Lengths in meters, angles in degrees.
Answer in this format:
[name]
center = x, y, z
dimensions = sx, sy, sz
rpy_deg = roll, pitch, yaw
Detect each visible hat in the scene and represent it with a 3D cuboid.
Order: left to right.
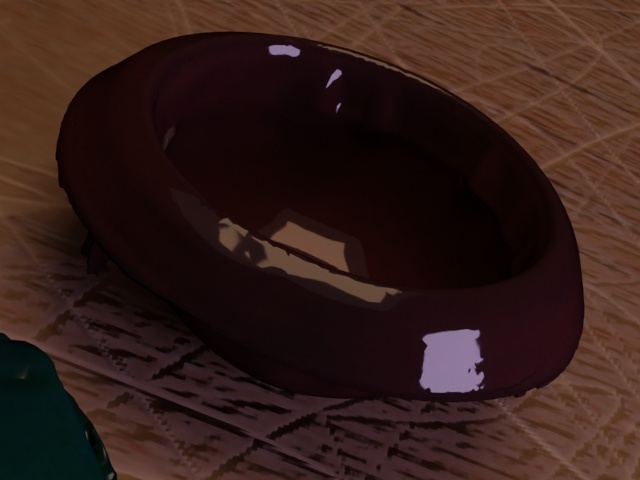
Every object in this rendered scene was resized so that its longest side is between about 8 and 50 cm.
[hat]
center = 0.000, 0.000, 0.523
dimensions = 0.206, 0.089, 0.205
rpy_deg = 16, 34, -11

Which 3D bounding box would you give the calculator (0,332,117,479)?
[calculator]
center = -0.129, 0.129, 0.298
dimensions = 0.248, 0.058, 0.274
rpy_deg = -5, 43, -37
